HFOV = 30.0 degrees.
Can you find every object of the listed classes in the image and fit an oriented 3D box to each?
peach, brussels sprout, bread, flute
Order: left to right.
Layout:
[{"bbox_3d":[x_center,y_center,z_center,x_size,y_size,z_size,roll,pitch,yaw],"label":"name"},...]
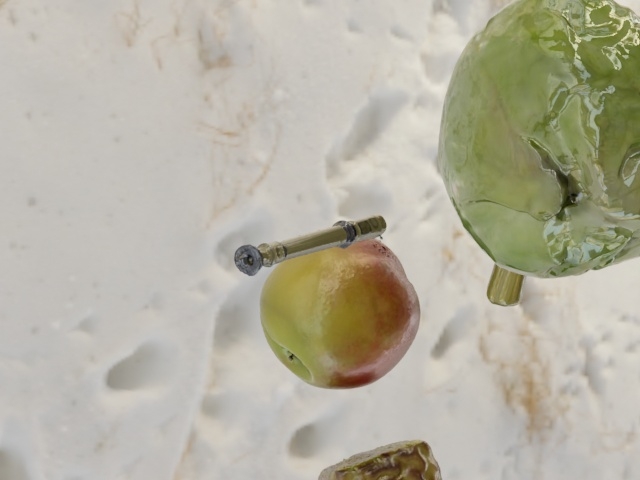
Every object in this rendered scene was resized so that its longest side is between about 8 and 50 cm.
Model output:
[{"bbox_3d":[0.000,0.000,1.027,0.233,0.027,0.027,-15,101,-59],"label":"flute"},{"bbox_3d":[0.027,0.100,1.711,0.231,0.231,0.231,0,90,-48],"label":"peach"},{"bbox_3d":[0.088,0.358,1.775,0.181,0.222,0.096,-18,81,-10],"label":"bread"},{"bbox_3d":[0.263,-0.118,1.267,0.247,0.328,0.328,-12,99,-32],"label":"brussels sprout"}]

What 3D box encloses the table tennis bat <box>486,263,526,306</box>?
[{"bbox_3d":[0.274,-0.062,1.572,0.198,0.050,0.321,0,111,-29],"label":"table tennis bat"}]
